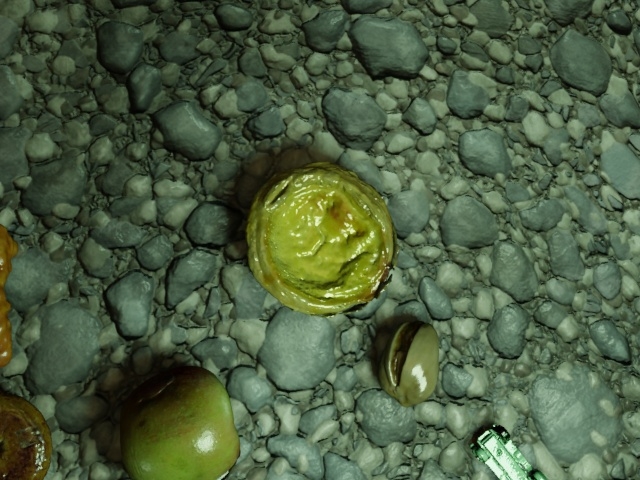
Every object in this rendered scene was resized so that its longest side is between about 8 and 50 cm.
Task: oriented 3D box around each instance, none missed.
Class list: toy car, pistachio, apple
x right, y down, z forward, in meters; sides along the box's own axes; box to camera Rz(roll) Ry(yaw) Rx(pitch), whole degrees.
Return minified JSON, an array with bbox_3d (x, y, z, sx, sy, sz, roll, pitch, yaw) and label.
[{"bbox_3d":[0.327,0.391,1.572,0.073,0.054,0.143,-41,92,-8],"label":"toy car"},{"bbox_3d":[0.158,0.211,1.555,0.113,0.113,0.149,24,74,-2],"label":"pistachio"},{"bbox_3d":[-0.234,0.311,1.474,0.188,0.174,0.207,-14,69,-10],"label":"apple"}]

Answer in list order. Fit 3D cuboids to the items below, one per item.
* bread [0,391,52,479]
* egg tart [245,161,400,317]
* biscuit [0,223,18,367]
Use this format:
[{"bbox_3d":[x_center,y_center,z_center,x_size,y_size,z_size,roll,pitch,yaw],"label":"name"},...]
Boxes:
[{"bbox_3d":[-0.531,0.342,1.488,0.193,0.064,0.193,0,87,-1],"label":"bread"},{"bbox_3d":[0.000,0.000,1.572,0.278,0.095,0.279,1,85,-11],"label":"egg tart"},{"bbox_3d":[-0.661,0.103,1.474,0.318,0.110,0.312,-1,80,-12],"label":"biscuit"}]
